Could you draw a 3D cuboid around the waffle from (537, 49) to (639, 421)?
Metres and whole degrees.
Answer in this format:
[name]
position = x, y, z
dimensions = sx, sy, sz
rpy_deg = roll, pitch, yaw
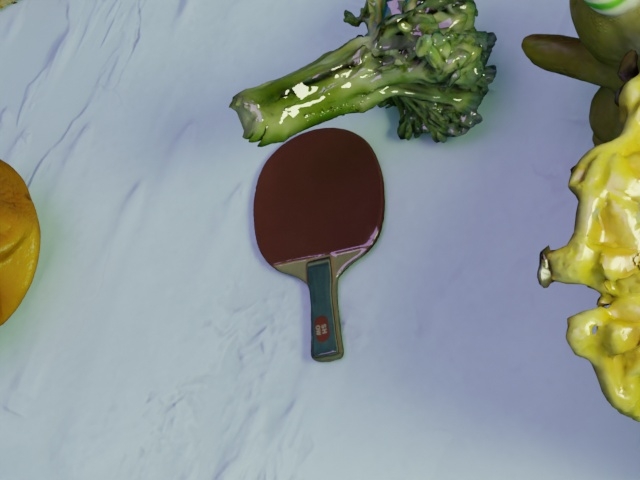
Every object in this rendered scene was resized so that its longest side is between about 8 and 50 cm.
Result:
[waffle]
position = 0.352, 0.007, 1.136
dimensions = 0.095, 0.380, 0.382
rpy_deg = -1, 59, 51

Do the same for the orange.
[orange]
position = -0.441, 0.013, 1.577
dimensions = 0.249, 0.183, 0.249
rpy_deg = -9, 49, 11

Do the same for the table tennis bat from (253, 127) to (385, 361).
[table tennis bat]
position = 0.000, 0.000, 1.481
dimensions = 0.154, 0.021, 0.274
rpy_deg = -12, 64, 19

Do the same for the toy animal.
[toy animal]
position = 0.297, -0.213, 1.258
dimensions = 0.181, 0.363, 0.180
rpy_deg = -46, 45, -3

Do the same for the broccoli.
[broccoli]
position = 0.064, -0.161, 1.391
dimensions = 0.275, 0.177, 0.199
rpy_deg = -30, 25, -36

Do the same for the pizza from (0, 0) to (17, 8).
[pizza]
position = -0.382, -0.380, 1.776
dimensions = 0.201, 0.053, 0.193
rpy_deg = 26, 82, 29
